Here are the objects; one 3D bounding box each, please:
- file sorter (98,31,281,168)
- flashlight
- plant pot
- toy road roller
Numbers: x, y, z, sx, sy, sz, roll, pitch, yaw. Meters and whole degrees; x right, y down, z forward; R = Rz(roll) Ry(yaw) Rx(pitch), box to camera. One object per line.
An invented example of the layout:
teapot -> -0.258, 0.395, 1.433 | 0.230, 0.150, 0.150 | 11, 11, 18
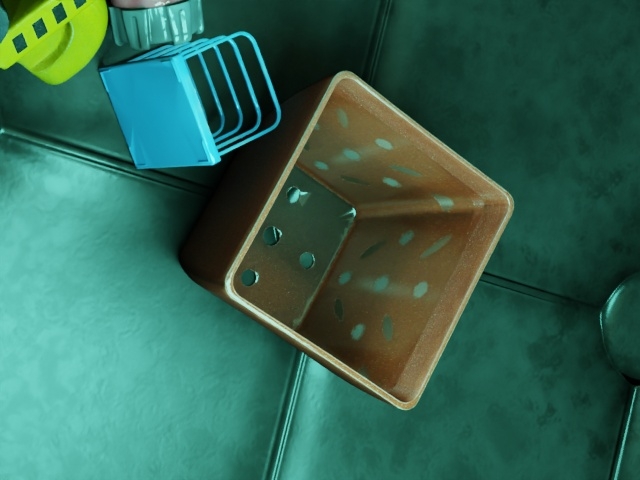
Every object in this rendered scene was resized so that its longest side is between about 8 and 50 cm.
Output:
file sorter -> -0.137, -0.151, 1.890 | 0.104, 0.170, 0.118 | -27, 105, -30
flashlight -> -0.190, -0.357, 1.851 | 0.103, 0.103, 0.304 | -19, 116, -30
plant pot -> 0.000, 0.000, 1.936 | 0.267, 0.235, 0.267 | 35, 74, -26
toy road roller -> -0.271, -0.295, 1.733 | 0.329, 0.202, 0.240 | -35, 152, 10
